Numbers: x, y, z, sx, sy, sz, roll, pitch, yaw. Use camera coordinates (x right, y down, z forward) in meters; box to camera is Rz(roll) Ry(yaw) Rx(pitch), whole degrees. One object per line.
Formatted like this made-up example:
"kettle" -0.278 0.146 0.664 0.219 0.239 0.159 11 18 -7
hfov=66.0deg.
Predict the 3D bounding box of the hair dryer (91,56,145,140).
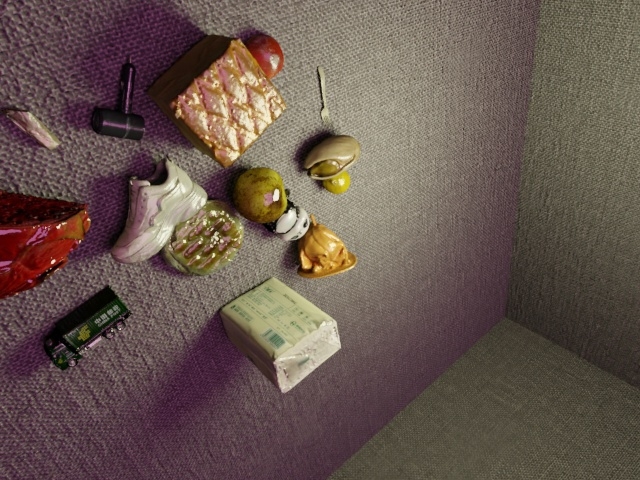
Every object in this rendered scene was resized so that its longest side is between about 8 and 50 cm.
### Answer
"hair dryer" -0.537 -0.387 1.334 0.124 0.072 0.219 4 103 -44

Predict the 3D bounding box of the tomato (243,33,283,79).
"tomato" -0.175 -0.568 1.551 0.159 0.091 0.139 -38 133 -19

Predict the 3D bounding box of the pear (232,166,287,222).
"pear" -0.214 -0.152 1.683 0.197 0.197 0.197 -22 126 -34

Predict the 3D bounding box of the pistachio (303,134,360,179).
"pistachio" 0.044 -0.317 1.854 0.238 0.153 0.137 -34 130 -16

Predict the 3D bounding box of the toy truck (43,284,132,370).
"toy truck" -0.717 0.273 1.515 0.259 0.088 0.121 -40 136 -22

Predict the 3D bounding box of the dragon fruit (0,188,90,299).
"dragon fruit" -0.765 0.011 1.275 0.302 0.240 0.330 -11 145 -51

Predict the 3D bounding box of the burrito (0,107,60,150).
"burrito" -0.719 -0.283 1.229 0.055 0.041 0.149 -39 136 -2

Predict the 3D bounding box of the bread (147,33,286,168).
"bread" -0.298 -0.410 1.436 0.279 0.207 0.279 -50 134 -7

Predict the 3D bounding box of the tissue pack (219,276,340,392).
"tissue pack" -0.155 0.339 1.869 0.297 0.380 0.207 -30 131 -26

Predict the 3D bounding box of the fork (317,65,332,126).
"fork" 0.009 -0.526 1.804 0.034 0.028 0.219 -26 125 -22

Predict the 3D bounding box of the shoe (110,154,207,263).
"shoe" -0.519 -0.099 1.468 0.342 0.132 0.210 -48 135 -19

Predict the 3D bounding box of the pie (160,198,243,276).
"pie" -0.392 -0.006 1.677 0.306 0.071 0.306 -24 129 -34

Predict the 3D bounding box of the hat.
"hat" 0.000 0.000 1.974 0.233 0.244 0.233 -34 119 -35

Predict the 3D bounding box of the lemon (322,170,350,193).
"lemon" 0.063 -0.237 1.950 0.133 0.109 0.109 -6 118 -66

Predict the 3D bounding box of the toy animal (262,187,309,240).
"toy animal" -0.116 -0.082 1.847 0.166 0.138 0.179 -44 133 7
